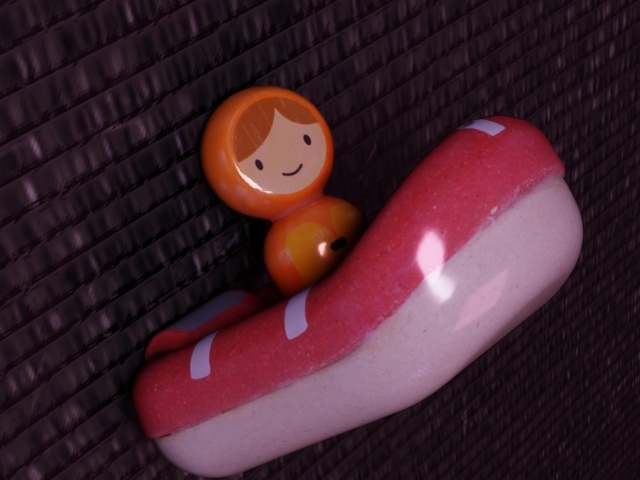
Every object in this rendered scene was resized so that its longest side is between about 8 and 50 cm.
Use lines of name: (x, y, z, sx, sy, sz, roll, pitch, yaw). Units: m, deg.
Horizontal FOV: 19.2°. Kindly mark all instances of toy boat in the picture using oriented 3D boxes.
toy boat: (0.000, 0.000, 0.840, 0.231, 0.151, 0.151, -27, -176, 40)
